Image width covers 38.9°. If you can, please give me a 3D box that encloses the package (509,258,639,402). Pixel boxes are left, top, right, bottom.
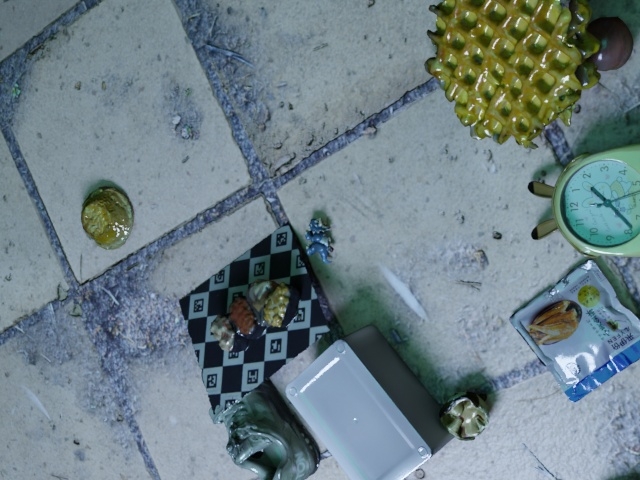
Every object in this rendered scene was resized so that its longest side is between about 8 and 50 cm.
[{"bbox_3d":[0.414,0.143,1.438,0.171,0.027,0.173,-42,74,22],"label":"package"}]

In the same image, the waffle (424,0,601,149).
[{"bbox_3d":[0.291,-0.289,1.373,0.329,0.062,0.329,26,128,40],"label":"waffle"}]

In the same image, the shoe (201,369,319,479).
[{"bbox_3d":[-0.135,0.330,1.643,0.293,0.149,0.109,45,112,14],"label":"shoe"}]

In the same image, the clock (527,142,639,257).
[{"bbox_3d":[0.431,-0.057,1.392,0.231,0.069,0.170,-4,93,26],"label":"clock"}]

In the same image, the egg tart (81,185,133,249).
[{"bbox_3d":[-0.431,-0.045,1.805,0.128,0.049,0.129,2,95,23],"label":"egg tart"}]

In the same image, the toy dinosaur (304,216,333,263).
[{"bbox_3d":[0.000,0.000,1.617,0.047,0.030,0.083,-3,93,27],"label":"toy dinosaur"}]

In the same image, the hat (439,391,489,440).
[{"bbox_3d":[0.243,0.287,1.514,0.076,0.059,0.077,41,116,-1],"label":"hat"}]

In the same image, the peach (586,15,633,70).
[{"bbox_3d":[0.429,-0.296,1.366,0.083,0.083,0.083,2,95,25],"label":"peach"}]

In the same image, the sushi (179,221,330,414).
[{"bbox_3d":[-0.142,0.133,1.628,0.290,0.050,0.264,-37,54,22],"label":"sushi"}]

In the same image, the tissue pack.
[{"bbox_3d":[0.085,0.291,1.544,0.159,0.136,0.246,-44,77,22],"label":"tissue pack"}]
